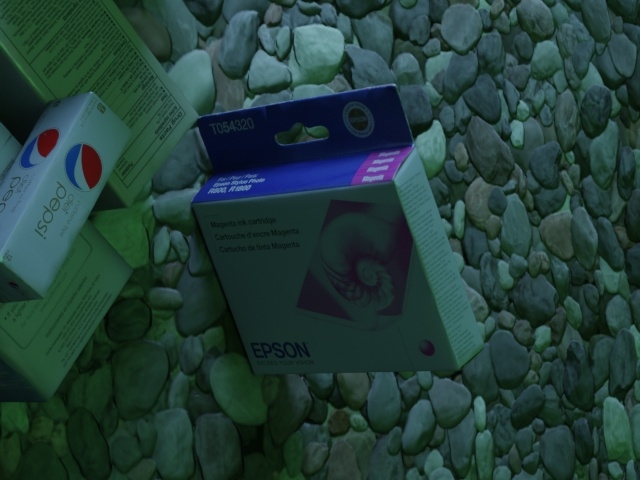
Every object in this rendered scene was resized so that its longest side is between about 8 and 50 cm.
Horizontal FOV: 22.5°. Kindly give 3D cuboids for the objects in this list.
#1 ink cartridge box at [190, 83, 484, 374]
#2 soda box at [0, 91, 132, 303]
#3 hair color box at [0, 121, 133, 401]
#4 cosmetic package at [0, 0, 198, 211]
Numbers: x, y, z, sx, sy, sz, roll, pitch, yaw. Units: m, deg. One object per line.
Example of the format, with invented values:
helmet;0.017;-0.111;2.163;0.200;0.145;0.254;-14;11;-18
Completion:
ink cartridge box;0.000;0.000;1.873;0.071;0.324;0.330;-37;112;-44
soda box;-0.274;-0.044;1.609;0.069;0.074;0.216;45;54;-34
hair color box;-0.378;-0.021;1.633;0.374;0.113;0.185;52;52;-31
cosmetic package;-0.288;-0.194;1.743;0.309;0.113;0.160;55;51;-28
